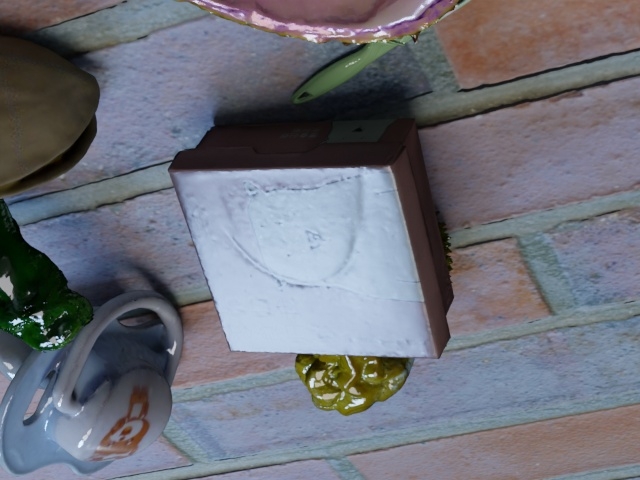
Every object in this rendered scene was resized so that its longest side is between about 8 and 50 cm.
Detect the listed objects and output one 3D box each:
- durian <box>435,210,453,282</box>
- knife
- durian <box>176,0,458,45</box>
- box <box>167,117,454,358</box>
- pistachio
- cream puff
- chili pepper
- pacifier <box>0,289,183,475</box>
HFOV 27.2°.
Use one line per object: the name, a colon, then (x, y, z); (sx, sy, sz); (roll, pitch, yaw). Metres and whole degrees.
durian: (0.074, 0.012, 1.257); (0.100, 0.086, 0.215); (-14, 120, 9)
knife: (0.049, -0.164, 1.096); (0.207, 0.014, 0.030); (-29, 134, 33)
durian: (-0.035, -0.238, 0.929); (0.341, 0.112, 0.191); (9, 153, 5)
box: (0.000, 0.000, 1.181); (0.215, 0.086, 0.215); (0, 126, 24)
pistachio: (-0.302, -0.095, 1.108); (0.238, 0.153, 0.137); (-18, 158, -18)
cream puff: (0.028, 0.107, 1.376); (0.146, 0.146, 0.116); (-23, 120, 30)
chili pepper: (-0.310, 0.010, 1.252); (0.098, 0.061, 0.224); (-35, 98, 22)
pacifier: (-0.268, 0.134, 1.417); (0.207, 0.227, 0.279); (26, -178, 26)
